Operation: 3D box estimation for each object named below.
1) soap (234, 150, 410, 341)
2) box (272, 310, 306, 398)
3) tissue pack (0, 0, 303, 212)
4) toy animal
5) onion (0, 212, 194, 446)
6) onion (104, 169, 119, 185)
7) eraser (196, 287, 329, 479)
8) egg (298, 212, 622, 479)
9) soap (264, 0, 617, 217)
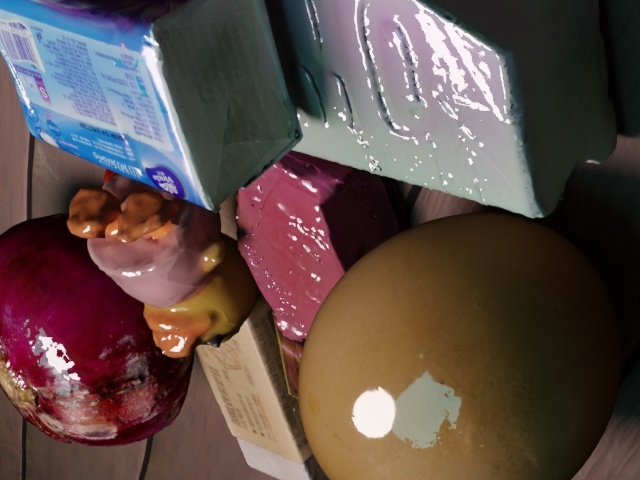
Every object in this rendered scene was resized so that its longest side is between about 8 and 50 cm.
[{"bbox_3d":[0.000,0.000,1.684,0.182,0.112,0.289,36,147,24],"label":"soap"},{"bbox_3d":[0.059,0.163,1.824,0.240,0.071,0.159,24,143,32],"label":"box"},{"bbox_3d":[-0.169,-0.168,1.377,0.263,0.146,0.198,20,139,39],"label":"tissue pack"},{"bbox_3d":[-0.168,0.026,1.752,0.195,0.169,0.281,5,140,33],"label":"toy animal"},{"bbox_3d":[-0.316,0.097,2.023,0.336,0.282,0.260,42,148,35],"label":"onion"},{"bbox_3d":[-0.206,-0.071,1.843,0.131,0.131,0.131,31,144,25],"label":"onion"},{"bbox_3d":[-0.079,0.184,2.003,0.144,0.078,0.343,17,138,40],"label":"eraser"},{"bbox_3d":[0.139,0.129,1.475,0.301,0.301,0.374,47,136,1],"label":"egg"},{"bbox_3d":[0.040,-0.200,1.377,0.446,0.156,0.261,19,138,39],"label":"soap"}]
